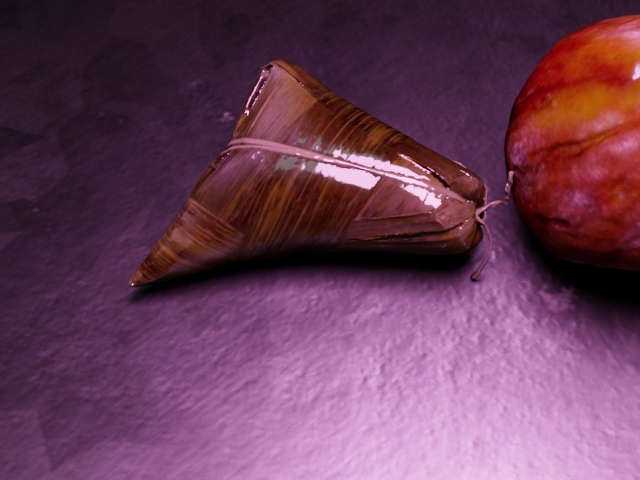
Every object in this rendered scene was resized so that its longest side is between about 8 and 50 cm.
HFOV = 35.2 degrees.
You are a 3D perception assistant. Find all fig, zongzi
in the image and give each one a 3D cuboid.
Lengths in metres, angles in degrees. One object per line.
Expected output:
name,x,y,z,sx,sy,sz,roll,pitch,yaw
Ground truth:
fig,0.260,-0.076,0.795,0.223,0.224,0.263,-5,17,2
zongzi,0.000,0.000,0.849,0.247,0.111,0.241,31,80,18
